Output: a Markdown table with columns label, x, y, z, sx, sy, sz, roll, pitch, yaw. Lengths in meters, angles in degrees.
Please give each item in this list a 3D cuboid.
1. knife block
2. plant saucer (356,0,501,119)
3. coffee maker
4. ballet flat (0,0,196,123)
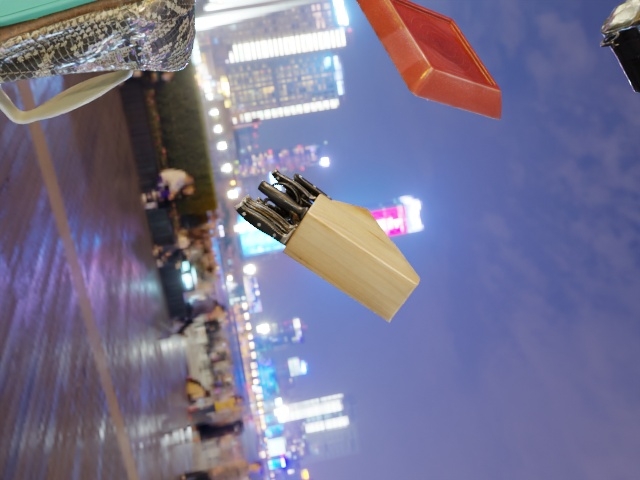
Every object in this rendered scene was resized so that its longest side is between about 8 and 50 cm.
| label | x | y | z | sx | sy | sz | roll | pitch | yaw |
| --- | --- | --- | --- | --- | --- | --- | --- | --- | --- |
| knife block | 0.000 | 0.000 | 1.292 | 0.088 | 0.242 | 0.276 | -57 | -135 | 26 |
| plant saucer | 0.211 | -0.348 | 1.451 | 0.048 | 0.258 | 0.259 | -46 | -125 | 35 |
| coffee maker | 0.694 | -0.413 | 1.735 | 0.178 | 0.171 | 0.120 | 50 | -9 | -23 |
| ballet flat | -0.369 | -0.197 | 0.851 | 0.182 | 0.482 | 0.164 | 87 | -8 | -49 |
